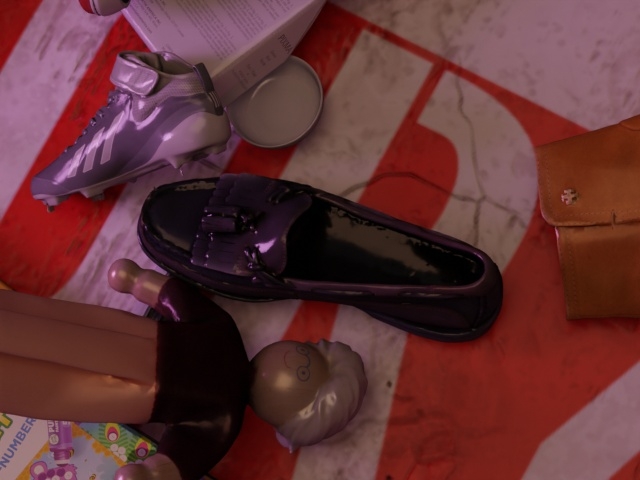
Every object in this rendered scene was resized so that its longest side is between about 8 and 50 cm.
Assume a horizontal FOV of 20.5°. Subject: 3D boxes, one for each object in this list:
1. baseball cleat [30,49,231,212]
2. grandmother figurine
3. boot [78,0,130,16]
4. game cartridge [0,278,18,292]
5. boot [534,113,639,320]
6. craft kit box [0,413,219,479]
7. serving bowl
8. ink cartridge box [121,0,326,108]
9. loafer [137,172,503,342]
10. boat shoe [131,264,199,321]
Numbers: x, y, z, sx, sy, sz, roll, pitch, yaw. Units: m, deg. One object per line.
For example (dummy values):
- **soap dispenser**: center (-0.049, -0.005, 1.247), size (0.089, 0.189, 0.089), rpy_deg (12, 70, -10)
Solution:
- **baseball cleat**: center (-0.162, -0.094, 1.442), size (0.206, 0.072, 0.109), rpy_deg (-16, 95, 30)
- **grandmother figurine**: center (-0.129, 0.102, 1.360), size (0.342, 0.104, 0.207), rpy_deg (8, 65, -16)
- **boot**: center (-0.247, -0.289, 1.453), size (0.176, 0.088, 0.244), rpy_deg (-9, 75, 0)
- **game cartridge**: center (-0.379, 0.150, 1.479), size (0.285, 0.052, 0.323), rpy_deg (36, 85, 14)
- **boot**: center (0.272, -0.084, 1.382), size (0.211, 0.104, 0.295), rpy_deg (-2, 83, 9)
- **craft kit box**: center (-0.222, 0.244, 1.399), size (0.247, 0.061, 0.250), rpy_deg (32, 85, 1)
- **serving bowl**: center (-0.035, -0.112, 1.474), size (0.083, 0.027, 0.083), rpy_deg (-5, 71, 15)
- **ink cartridge box**: center (-0.062, -0.238, 1.481), size (0.225, 0.056, 0.181), rpy_deg (-37, 67, -1)
- **loafer**: center (0.000, 0.000, 1.401), size (0.303, 0.095, 0.109), rpy_deg (14, 71, 5)
- **boat shoe**: center (-0.132, 0.068, 1.450), size (0.040, 0.049, 0.142), rpy_deg (24, 82, 12)
